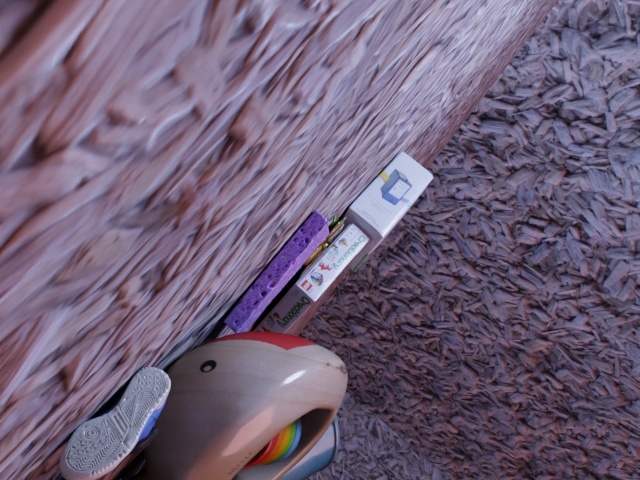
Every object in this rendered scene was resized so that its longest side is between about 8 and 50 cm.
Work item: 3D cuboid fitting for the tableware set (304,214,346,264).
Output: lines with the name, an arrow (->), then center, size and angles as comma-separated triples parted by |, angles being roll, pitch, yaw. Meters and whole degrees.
tableware set -> 0.000, 0.000, 1.471 | 0.104, 0.024, 0.154 | -46, 176, -8

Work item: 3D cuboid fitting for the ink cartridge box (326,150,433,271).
ink cartridge box -> 0.120, -0.061, 1.677 | 0.212, 0.093, 0.154 | -45, 174, -35

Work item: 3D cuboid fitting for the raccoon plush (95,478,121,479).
raccoon plush -> -0.342, 0.393, 0.844 | 0.447, 0.216, 0.299 | -19, 180, -16

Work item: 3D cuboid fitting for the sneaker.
sneaker -> -0.212, 0.205, 0.843 | 0.152, 0.058, 0.084 | -55, 171, -49

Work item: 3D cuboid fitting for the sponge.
sponge -> -0.062, 0.050, 1.208 | 0.210, 0.031, 0.117 | -50, 175, -7

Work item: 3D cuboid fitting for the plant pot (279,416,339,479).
plant pot -> -0.152, 0.349, 1.439 | 0.255, 0.271, 0.271 | -26, 160, -40

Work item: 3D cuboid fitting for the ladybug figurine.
ladybug figurine -> -0.109, 0.245, 1.149 | 0.305, 0.162, 0.449 | -45, 162, -3

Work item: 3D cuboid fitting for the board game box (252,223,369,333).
board game box -> -0.032, 0.104, 1.635 | 0.193, 0.053, 0.305 | -47, 179, -35

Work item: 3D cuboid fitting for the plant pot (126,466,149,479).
plant pot -> -0.330, 0.542, 1.443 | 0.256, 0.256, 0.274 | -52, 157, 22
